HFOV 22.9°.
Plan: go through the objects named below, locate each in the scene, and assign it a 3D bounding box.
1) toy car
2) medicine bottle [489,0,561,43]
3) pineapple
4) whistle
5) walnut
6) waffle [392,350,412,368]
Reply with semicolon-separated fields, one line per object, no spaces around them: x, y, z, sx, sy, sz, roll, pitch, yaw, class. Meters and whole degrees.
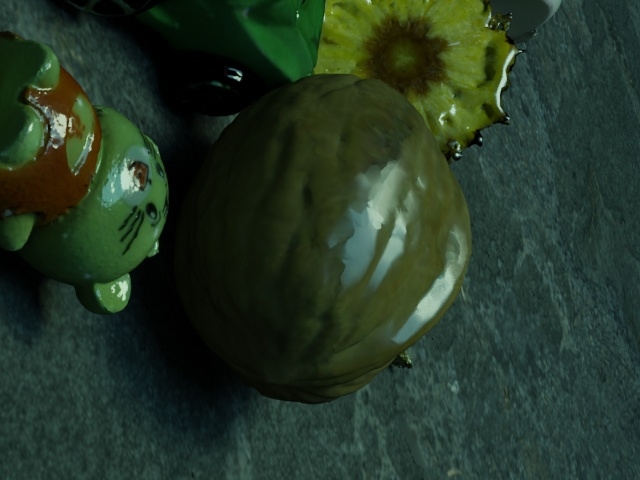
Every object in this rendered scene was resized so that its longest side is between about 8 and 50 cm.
-0.084;-0.253;1.162;0.359;0.176;0.213;42;45;-49;toy car
0.111;-0.382;1.541;0.213;0.213;0.378;17;64;-59;medicine bottle
0.065;-0.151;1.360;0.076;0.225;0.225;122;-35;-73;pineapple
-0.184;-0.060;0.970;0.288;0.106;0.131;43;49;-47;whistle
0.000;0.000;1.187;0.225;0.225;0.261;52;43;-40;walnut
0.039;0.061;1.434;0.097;0.023;0.152;-35;111;-59;waffle
